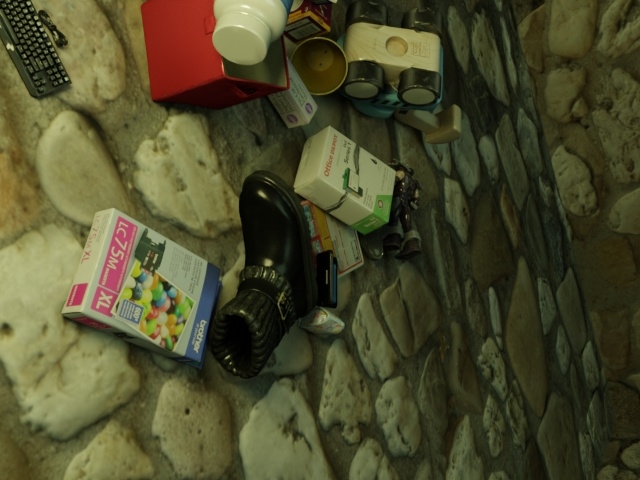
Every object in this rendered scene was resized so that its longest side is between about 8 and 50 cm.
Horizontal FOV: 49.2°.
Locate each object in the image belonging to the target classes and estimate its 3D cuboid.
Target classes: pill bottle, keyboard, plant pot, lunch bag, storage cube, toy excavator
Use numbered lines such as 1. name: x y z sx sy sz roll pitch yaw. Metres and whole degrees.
1. pill bottle: -0.107 -0.407 1.165 0.124 0.124 0.221 40 52 -42
2. keyboard: -0.450 -0.325 1.098 0.108 0.023 0.180 -44 119 -48
3. plant pot: -0.002 -0.422 1.646 0.134 0.134 0.095 61 16 -26
4. lunch bag: 0.005 0.179 1.560 0.071 0.083 0.053 34 57 -44
5. storage cube: -0.196 -0.359 1.303 0.183 0.193 0.215 -6 89 -54
6. toy excavator: 0.222 -0.407 1.873 0.433 0.445 0.222 6 75 -9

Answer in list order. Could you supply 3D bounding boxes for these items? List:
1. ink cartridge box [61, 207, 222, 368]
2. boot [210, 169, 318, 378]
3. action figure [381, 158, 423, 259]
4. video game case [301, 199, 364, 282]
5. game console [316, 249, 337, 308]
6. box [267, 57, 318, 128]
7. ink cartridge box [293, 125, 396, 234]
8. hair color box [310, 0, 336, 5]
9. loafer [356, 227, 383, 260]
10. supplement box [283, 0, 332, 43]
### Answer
1. ink cartridge box: -0.279 0.094 1.216 0.311 0.065 0.186 38 54 -46
2. boot: -0.124 0.064 1.352 0.260 0.131 0.348 -41 121 -49
3. action figure: 0.213 -0.097 1.890 0.185 0.099 0.285 30 56 -39
4. video game case: 0.000 0.000 1.638 0.285 0.025 0.204 -25 104 -53
5. game console: 0.029 0.089 1.583 0.071 0.107 0.122 4 79 -24
6. box: -0.116 -0.391 1.511 0.324 0.063 0.067 56 44 -31
7. ink cartridge box: 0.061 -0.140 1.636 0.219 0.092 0.160 30 54 -28
8. hair color box: -0.086 -0.651 1.439 0.338 0.110 0.185 22 95 -30
9. loafer: 0.125 -0.028 1.768 0.062 0.061 0.170 -26 101 -26
10. supplement box: -0.033 -0.573 1.636 0.081 0.104 0.188 24 64 -48
